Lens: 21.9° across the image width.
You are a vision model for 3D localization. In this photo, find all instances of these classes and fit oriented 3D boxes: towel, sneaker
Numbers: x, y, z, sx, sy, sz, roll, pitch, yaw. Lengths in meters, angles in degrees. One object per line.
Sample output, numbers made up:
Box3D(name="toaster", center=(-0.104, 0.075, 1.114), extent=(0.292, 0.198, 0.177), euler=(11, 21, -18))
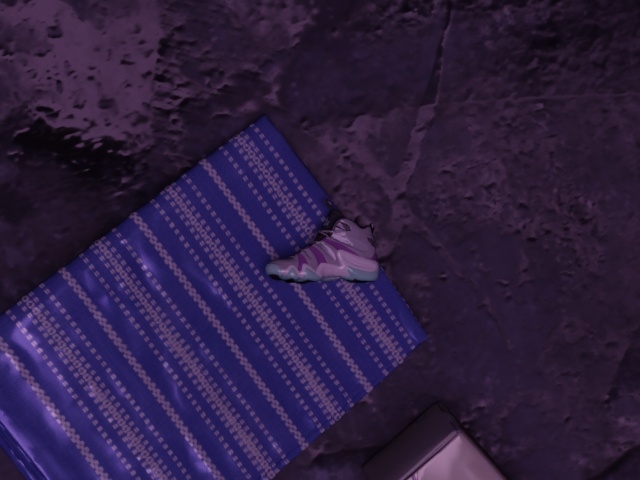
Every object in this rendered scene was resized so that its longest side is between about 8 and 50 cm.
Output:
Box3D(name="towel", center=(-0.102, 0.091, 1.339), extent=(0.336, 0.040, 0.243), euler=(-39, 98, -16))
Box3D(name="sneaker", center=(0.000, 0.000, 1.339), extent=(0.098, 0.038, 0.069), euler=(1, 84, -27))

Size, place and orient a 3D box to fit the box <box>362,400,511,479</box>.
Box3D(name="box", center=(0.160, 0.272, 1.386), extent=(0.094, 0.113, 0.275), euler=(-41, 98, 1))
